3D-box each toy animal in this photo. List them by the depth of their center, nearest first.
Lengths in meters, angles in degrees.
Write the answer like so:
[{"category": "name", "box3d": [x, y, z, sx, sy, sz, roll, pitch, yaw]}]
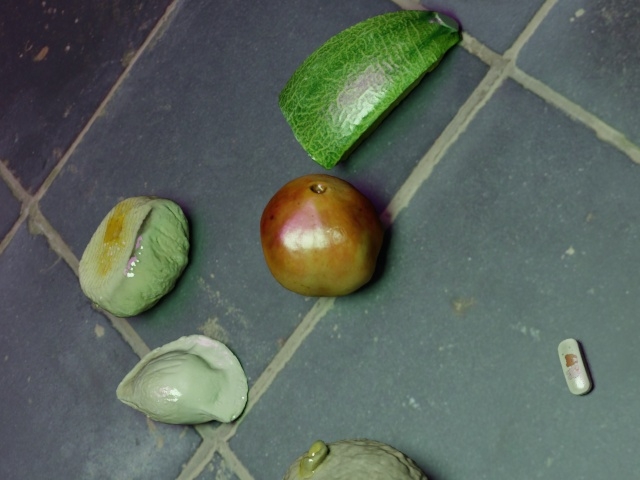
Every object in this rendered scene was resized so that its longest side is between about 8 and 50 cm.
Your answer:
[{"category": "toy animal", "box3d": [0.056, 0.402, 1.684, 0.358, 0.188, 0.227, 5, 81, 38]}]

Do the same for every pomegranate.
[{"category": "pomegranate", "box3d": [-0.002, -0.005, 1.883, 0.209, 0.209, 0.209, -15, 64, 32]}]

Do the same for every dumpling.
[{"category": "dumpling", "box3d": [-0.241, 0.241, 2.024, 0.215, 0.126, 0.167, -10, 50, 37]}]

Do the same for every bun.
[{"category": "bun", "box3d": [-0.332, 0.038, 2.155, 0.244, 0.153, 0.244, -38, 36, 33]}]

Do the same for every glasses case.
[{"category": "glasses case", "box3d": [0.360, 0.179, 1.651, 0.032, 0.021, 0.083, -26, 58, 25]}]

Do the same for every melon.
[{"category": "melon", "box3d": [0.086, -0.282, 1.983, 0.323, 0.124, 0.196, -41, 60, 19]}]
